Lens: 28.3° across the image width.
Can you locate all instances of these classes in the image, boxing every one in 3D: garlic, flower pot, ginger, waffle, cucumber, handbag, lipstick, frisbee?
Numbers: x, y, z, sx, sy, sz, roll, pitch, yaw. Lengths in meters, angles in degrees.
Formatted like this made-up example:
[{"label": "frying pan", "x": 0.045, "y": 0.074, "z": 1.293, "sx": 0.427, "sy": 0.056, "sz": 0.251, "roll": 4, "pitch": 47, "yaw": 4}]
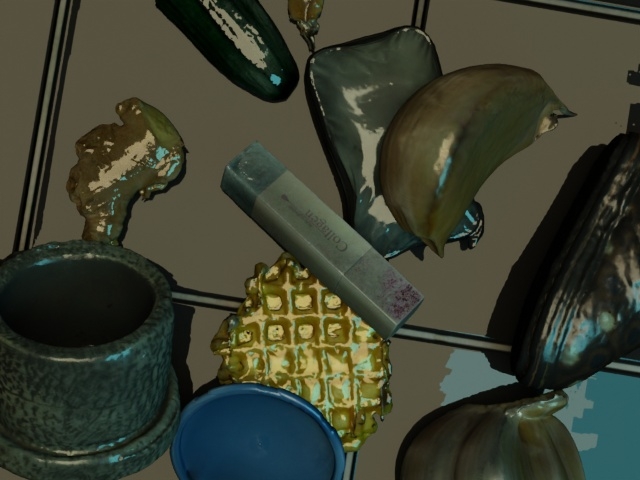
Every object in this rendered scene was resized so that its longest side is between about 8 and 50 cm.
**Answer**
[{"label": "garlic", "x": 0.244, "y": 0.339, "z": 1.741, "sx": 0.237, "sy": 0.210, "sz": 0.292, "roll": 11, "pitch": 82, "yaw": -36}, {"label": "flower pot", "x": -0.330, "y": 0.179, "z": 1.621, "sx": 0.299, "sy": 0.299, "sz": 0.283, "roll": 4, "pitch": 127, "yaw": -3}, {"label": "ginger", "x": -0.283, "y": -0.090, "z": 1.747, "sx": 0.137, "sy": 0.074, "sz": 0.213, "roll": 39, "pitch": 93, "yaw": -1}, {"label": "waffle", "x": -0.010, "y": 0.156, "z": 1.755, "sx": 0.280, "sy": 0.060, "sz": 0.262, "roll": 41, "pitch": 87, "yaw": -1}, {"label": "cucumber", "x": -0.120, "y": -0.299, "z": 1.766, "sx": 0.244, "sy": 0.063, "sz": 0.115, "roll": 45, "pitch": 87, "yaw": -2}, {"label": "handbag", "x": 0.104, "y": -0.130, "z": 1.769, "sx": 0.191, "sy": 0.075, "sz": 0.332, "roll": -16, "pitch": 86, "yaw": -7}, {"label": "garlic", "x": 0.206, "y": -0.148, "z": 1.707, "sx": 0.338, "sy": 0.151, "sz": 0.196, "roll": -45, "pitch": 127, "yaw": -25}, {"label": "lipstick", "x": 0.000, "y": 0.000, "z": 1.723, "sx": 0.317, "sy": 0.068, "sz": 0.066, "roll": 43, "pitch": 63, "yaw": 9}, {"label": "frisbee", "x": -0.084, "y": 0.285, "z": 1.718, "sx": 0.242, "sy": 0.045, "sz": 0.242, "roll": 3, "pitch": 121, "yaw": 6}]

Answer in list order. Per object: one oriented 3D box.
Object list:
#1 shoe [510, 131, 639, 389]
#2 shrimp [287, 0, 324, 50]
[{"label": "shoe", "x": 0.426, "y": 0.060, "z": 1.725, "sx": 0.237, "sy": 0.171, "sz": 0.384, "roll": 28, "pitch": 79, "yaw": 2}, {"label": "shrimp", "x": 0.063, "y": -0.416, "z": 1.774, "sx": 0.287, "sy": 0.068, "sz": 0.185, "roll": -31, "pitch": 88, "yaw": -2}]
